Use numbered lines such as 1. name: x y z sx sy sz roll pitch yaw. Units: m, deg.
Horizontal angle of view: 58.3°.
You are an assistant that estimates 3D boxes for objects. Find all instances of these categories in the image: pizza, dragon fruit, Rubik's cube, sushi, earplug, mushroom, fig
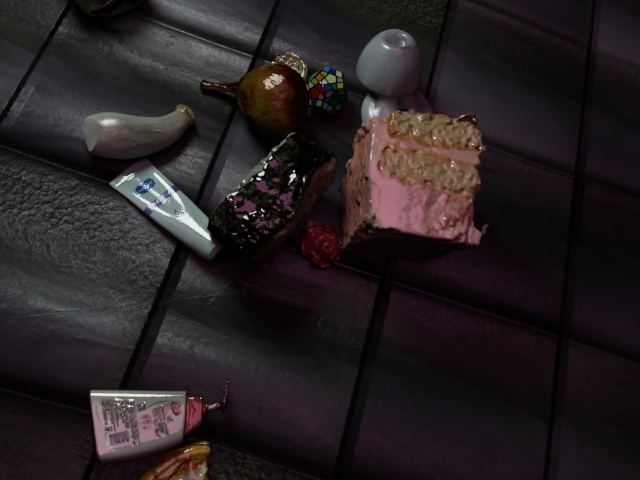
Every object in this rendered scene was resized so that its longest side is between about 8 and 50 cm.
1. pizza: -0.287 0.520 1.167 0.185 0.036 0.176 -22 77 -20
2. dragon fruit: 0.003 0.004 1.413 0.112 0.068 0.126 14 68 -11
3. Rubik's cube: 0.016 -0.401 1.543 0.112 0.133 0.133 -7 69 15
4. sushi: -0.104 -0.097 1.337 0.171 0.211 0.350 41 55 -3
5. earplug: 0.207 -0.401 1.558 0.214 0.175 0.325 -20 106 -20
6. mushroom: -0.429 -0.262 1.397 0.270 0.103 0.118 -14 79 -29
7. fig: -0.166 -0.375 1.453 0.290 0.190 0.190 23 66 -6

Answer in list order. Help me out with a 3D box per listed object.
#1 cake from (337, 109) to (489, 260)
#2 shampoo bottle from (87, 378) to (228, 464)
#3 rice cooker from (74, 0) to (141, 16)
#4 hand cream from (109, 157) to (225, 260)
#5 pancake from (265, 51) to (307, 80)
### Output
1. cake: 0.202 -0.122 1.386 0.293 0.314 0.306 5 78 -9
2. shampoo bottle: -0.327 0.363 1.199 0.284 0.071 0.153 -7 69 -18
3. rice cooker: -0.555 -0.709 1.464 0.226 0.226 0.244 -23 74 -20
4. hand cream: -0.352 -0.069 1.372 0.321 0.067 0.109 40 67 11
5. pancake: -0.095 -0.465 1.589 0.116 0.022 0.129 43 71 4
